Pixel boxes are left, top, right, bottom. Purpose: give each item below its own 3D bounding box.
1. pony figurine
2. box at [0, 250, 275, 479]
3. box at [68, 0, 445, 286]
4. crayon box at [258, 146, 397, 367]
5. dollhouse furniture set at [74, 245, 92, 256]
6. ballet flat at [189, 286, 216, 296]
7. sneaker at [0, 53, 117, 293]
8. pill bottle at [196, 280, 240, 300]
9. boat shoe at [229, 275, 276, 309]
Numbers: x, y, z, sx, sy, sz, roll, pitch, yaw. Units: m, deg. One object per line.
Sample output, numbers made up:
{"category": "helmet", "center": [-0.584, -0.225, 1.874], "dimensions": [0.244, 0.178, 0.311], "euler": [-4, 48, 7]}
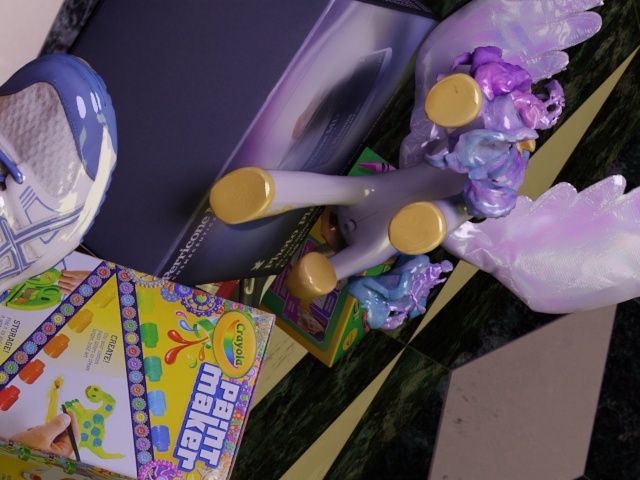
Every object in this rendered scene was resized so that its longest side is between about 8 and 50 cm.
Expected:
{"category": "pony figurine", "center": [0.113, -0.054, 1.579], "dimensions": [0.351, 0.302, 0.363], "euler": [-24, 173, 14]}
{"category": "box", "center": [-0.214, 0.157, 1.553], "dimensions": [0.290, 0.279, 0.177], "euler": [114, -7, -57]}
{"category": "box", "center": [-0.076, -0.123, 1.632], "dimensions": [0.296, 0.183, 0.294], "euler": [-57, 163, 14]}
{"category": "crayon box", "center": [0.000, 0.000, 2.145], "dimensions": [0.081, 0.165, 0.278], "euler": [-41, 161, -36]}
{"category": "dollhouse furniture set", "center": [-0.219, 0.079, 1.661], "dimensions": [0.161, 0.182, 0.101], "euler": [-25, 147, -58]}
{"category": "ballet flat", "center": [-0.159, 0.055, 1.767], "dimensions": [0.074, 0.203, 0.074], "euler": [-21, 123, -35]}
{"category": "sneaker", "center": [-0.253, -0.002, 1.283], "dimensions": [0.296, 0.112, 0.131], "euler": [-52, 162, 16]}
{"category": "pill bottle", "center": [-0.165, 0.062, 1.897], "dimensions": [0.221, 0.121, 0.121], "euler": [-57, 164, 18]}
{"category": "boat shoe", "center": [-0.122, 0.085, 2.111], "dimensions": [0.091, 0.114, 0.302], "euler": [-32, 143, -52]}
